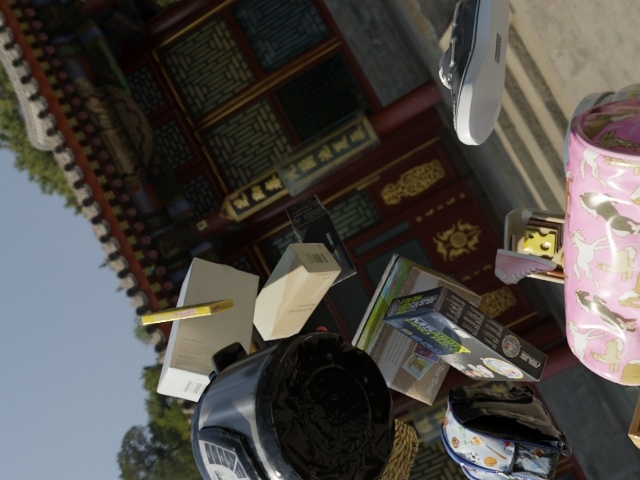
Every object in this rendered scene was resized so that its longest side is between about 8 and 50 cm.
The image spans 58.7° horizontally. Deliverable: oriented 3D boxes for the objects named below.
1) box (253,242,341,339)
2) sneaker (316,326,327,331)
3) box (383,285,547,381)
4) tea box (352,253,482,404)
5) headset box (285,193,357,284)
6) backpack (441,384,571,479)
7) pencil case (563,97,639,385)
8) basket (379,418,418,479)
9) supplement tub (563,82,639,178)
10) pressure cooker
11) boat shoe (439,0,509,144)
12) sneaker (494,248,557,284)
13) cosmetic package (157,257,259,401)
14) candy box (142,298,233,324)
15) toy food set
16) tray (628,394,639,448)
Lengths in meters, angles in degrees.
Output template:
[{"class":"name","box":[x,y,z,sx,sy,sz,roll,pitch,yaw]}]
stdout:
[{"class":"box","box":[-0.085,0.160,1.766,0.148,0.311,0.121,-3,-135,-42]},{"class":"sneaker","box":[0.041,0.460,2.292,0.087,0.128,0.221,0,-93,-49]},{"class":"box","box":[0.293,0.202,1.187,0.270,0.060,0.216,34,159,-11]},{"class":"tea box","box":[0.266,0.241,1.663,0.219,0.329,0.323,24,-176,-5]},{"class":"headset box","box":[0.000,0.000,1.988,0.246,0.131,0.283,64,179,-21]},{"class":"backpack","box":[0.438,0.483,1.427,0.263,0.213,0.276,15,-168,-1]},{"class":"pencil case","box":[0.409,0.007,0.744,0.160,0.167,0.386,-72,-29,-53]},{"class":"basket","box":[0.178,0.680,1.888,0.223,0.214,0.299,21,168,3]},{"class":"supplement tub","box":[0.649,-0.163,1.032,0.331,0.241,0.241,18,153,48]},{"class":"pressure cooker","box":[-0.084,0.429,1.306,0.375,0.420,0.370,27,-127,-29]},{"class":"boat shoe","box":[0.264,-0.311,1.020,0.108,0.102,0.301,21,-105,-48]},{"class":"sneaker","box":[0.409,0.061,1.147,0.051,0.070,0.134,16,179,-36]},{"class":"cosmetic package","box":[-0.315,0.257,1.638,0.217,0.156,0.385,19,-137,-16]},{"class":"candy box","box":[-0.331,0.178,1.421,0.105,0.205,0.027,-4,-97,-67]},{"class":"toy food set","box":[0.642,0.044,1.510,0.092,0.306,0.220,-42,-47,-43]},{"class":"tray","box":[0.798,0.325,1.005,0.410,0.203,0.076,2,145,51]}]
